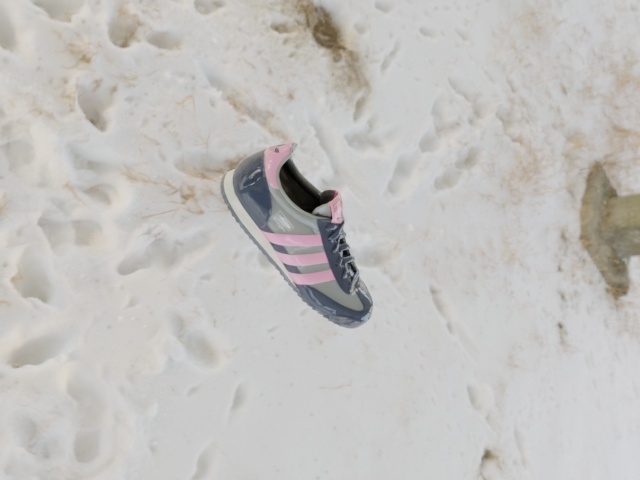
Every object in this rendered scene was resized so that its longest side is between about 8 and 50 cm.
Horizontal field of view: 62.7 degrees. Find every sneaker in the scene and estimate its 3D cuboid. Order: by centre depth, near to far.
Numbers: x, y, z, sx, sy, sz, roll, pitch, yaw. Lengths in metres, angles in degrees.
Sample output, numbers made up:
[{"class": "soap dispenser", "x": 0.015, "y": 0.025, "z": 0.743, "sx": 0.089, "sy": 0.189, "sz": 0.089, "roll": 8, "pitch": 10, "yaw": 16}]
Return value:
[{"class": "sneaker", "x": 0.000, "y": 0.000, "z": 0.769, "sx": 0.319, "sy": 0.131, "sz": 0.112, "roll": 48, "pitch": 32, "yaw": -20}]
